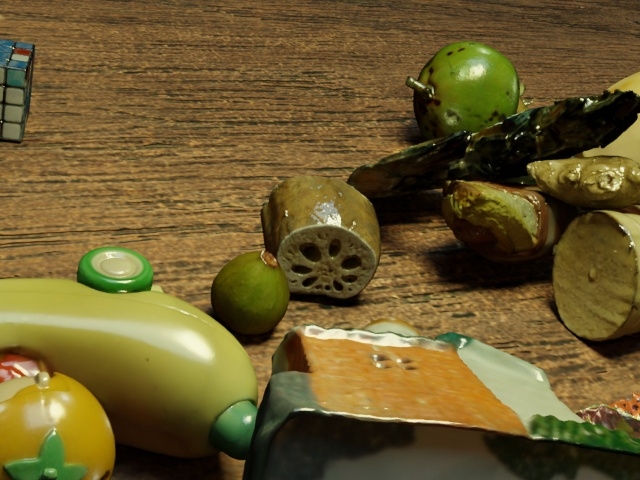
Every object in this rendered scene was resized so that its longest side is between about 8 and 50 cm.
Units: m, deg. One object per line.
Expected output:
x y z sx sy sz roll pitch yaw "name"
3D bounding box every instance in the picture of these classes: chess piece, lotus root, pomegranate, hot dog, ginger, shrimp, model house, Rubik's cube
0.399 0.030 1.208 0.300 0.137 0.137 -4 32 -31 "chess piece"
0.001 -0.003 1.108 0.122 0.112 0.081 9 33 -11 "lotus root"
0.212 -0.191 1.538 0.156 0.156 0.220 28 11 26 "pomegranate"
0.213 -0.017 1.242 0.123 0.093 0.261 10 8 41 "hot dog"
0.339 -0.058 1.178 0.214 0.059 0.133 4 -4 34 "ginger"
0.179 -0.100 1.229 0.233 0.071 0.365 -10 -4 -42 "shrimp"
0.063 0.161 0.791 0.271 0.190 0.301 8 16 -11 "model house"
-0.385 -0.178 1.290 0.092 0.092 0.092 7 27 -13 "Rubik's cube"

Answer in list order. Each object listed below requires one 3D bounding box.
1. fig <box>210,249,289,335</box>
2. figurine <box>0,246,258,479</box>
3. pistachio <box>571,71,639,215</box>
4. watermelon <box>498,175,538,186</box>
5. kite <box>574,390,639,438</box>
-0.062 0.044 1.020 0.074 0.088 0.074 14 43 -14 "fig"
-0.201 0.115 0.792 0.324 0.124 0.222 0 35 -25 "figurine"
0.471 -0.104 1.422 0.308 0.230 0.230 10 27 3 "pistachio"
0.265 -0.100 1.456 0.078 0.078 0.111 13 28 0 "watermelon"
0.240 0.188 0.912 0.222 0.008 0.125 -19 63 2 "kite"
